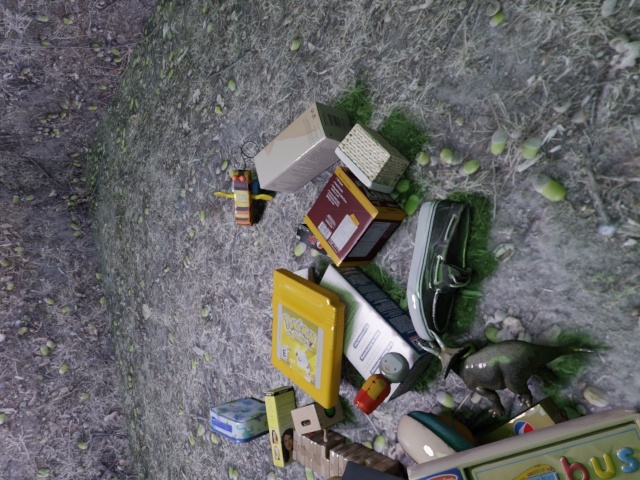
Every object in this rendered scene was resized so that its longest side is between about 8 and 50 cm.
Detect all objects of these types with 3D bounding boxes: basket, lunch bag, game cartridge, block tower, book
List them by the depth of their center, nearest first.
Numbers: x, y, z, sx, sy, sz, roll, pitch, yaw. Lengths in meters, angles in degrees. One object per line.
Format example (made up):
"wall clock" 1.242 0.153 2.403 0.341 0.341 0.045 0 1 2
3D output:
"basket" 0.140 -0.219 1.078 0.103 0.113 0.167 -53 56 26
"block tower" 0.056 0.628 1.164 0.336 0.097 0.090 1 90 45
"game cartridge" -0.048 0.271 1.168 0.285 0.053 0.323 20 115 46
"book" -0.076 0.150 1.343 0.144 0.035 0.096 -20 72 44
"lunch bag" -0.279 0.633 1.434 0.219 0.176 0.090 -5 86 44

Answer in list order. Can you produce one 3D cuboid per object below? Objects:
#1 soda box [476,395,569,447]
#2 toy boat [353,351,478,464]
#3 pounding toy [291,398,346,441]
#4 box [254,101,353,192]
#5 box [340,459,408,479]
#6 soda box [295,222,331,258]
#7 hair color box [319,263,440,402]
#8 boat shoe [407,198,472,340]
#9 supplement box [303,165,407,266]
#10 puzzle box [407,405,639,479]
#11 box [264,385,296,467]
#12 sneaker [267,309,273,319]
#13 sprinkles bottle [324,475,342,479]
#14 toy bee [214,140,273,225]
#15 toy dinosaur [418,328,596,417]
"soda box" 0.411 0.398 0.838 0.181 0.061 0.058 -53 56 30
"toy boat" 0.226 0.395 0.880 0.318 0.148 0.267 44 166 1
"pounding toy" 0.001 0.527 1.192 0.141 0.130 0.100 -34 67 39
"box" -0.054 -0.271 1.244 0.311 0.148 0.121 -28 70 39
"box" 0.185 0.597 0.876 0.261 0.103 0.184 0 130 33
"soda box" 0.000 0.000 1.247 0.169 0.060 0.053 30 109 41
"hair color box" 0.127 0.230 1.087 0.347 0.105 0.173 45 122 35
"boat shoe" 0.281 0.068 0.927 0.119 0.121 0.334 2 90 46
"supplement box" 0.090 -0.064 1.111 0.191 0.129 0.194 54 124 31
"puzzle box" 0.388 0.478 0.693 0.409 0.052 0.271 -20 79 5
"box" -0.123 0.612 1.345 0.058 0.087 0.232 -21 76 45
"sneaker" -0.086 0.244 1.326 0.237 0.085 0.086 -5 60 48
"sprinkles bottle" 0.027 0.784 1.099 0.121 0.121 0.355 39 135 38
"toy bee" -0.284 -0.188 1.435 0.195 0.162 0.298 -17 100 6
"toy dinosaur" 0.365 0.258 0.810 0.314 0.160 0.121 -20 31 41
